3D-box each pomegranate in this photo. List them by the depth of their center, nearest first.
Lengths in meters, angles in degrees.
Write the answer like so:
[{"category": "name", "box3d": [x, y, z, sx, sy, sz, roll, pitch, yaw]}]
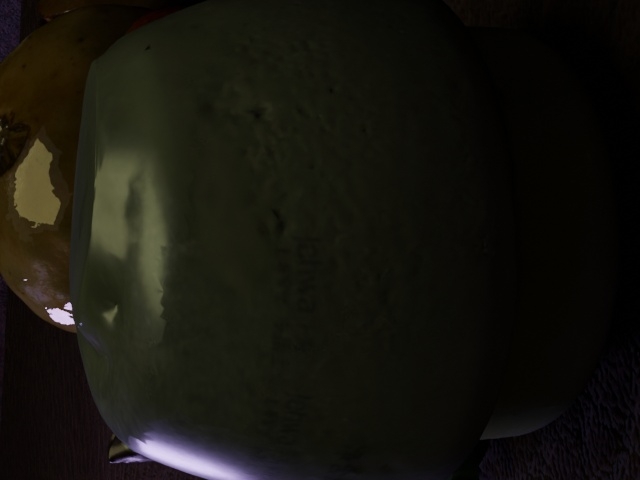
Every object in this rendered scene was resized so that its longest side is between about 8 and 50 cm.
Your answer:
[{"category": "pomegranate", "box3d": [-0.202, -0.067, 1.674, 0.332, 0.332, 0.333, 178, 90, -72]}]

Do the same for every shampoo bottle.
[{"category": "shampoo bottle", "box3d": [0.000, 0.000, 1.027, 0.322, 0.317, 0.323, 175, 90, -71]}]

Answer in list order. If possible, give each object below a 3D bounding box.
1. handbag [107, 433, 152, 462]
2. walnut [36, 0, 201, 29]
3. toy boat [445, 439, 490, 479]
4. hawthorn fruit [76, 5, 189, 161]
[{"category": "handbag", "box3d": [-0.050, 0.078, 1.324, 0.127, 0.212, 0.235, -119, 37, -79]}, {"category": "walnut", "box3d": [-0.221, -0.230, 1.897, 0.298, 0.203, 0.203, -174, 82, -71]}, {"category": "toy boat", "box3d": [0.081, 0.099, 1.217, 0.210, 0.052, 0.104, -113, 25, -45]}, {"category": "hawthorn fruit", "box3d": [-0.080, -0.076, 1.428, 0.207, 0.243, 0.207, -61, 11, 21]}]
